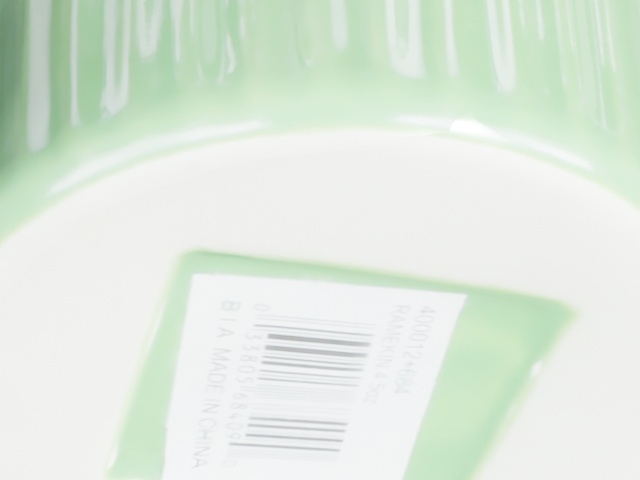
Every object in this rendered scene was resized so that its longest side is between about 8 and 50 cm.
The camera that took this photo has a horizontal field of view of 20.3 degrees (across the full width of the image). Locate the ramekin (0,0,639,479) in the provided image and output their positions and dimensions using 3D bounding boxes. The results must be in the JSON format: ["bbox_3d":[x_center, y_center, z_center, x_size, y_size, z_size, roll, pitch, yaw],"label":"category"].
[{"bbox_3d":[0.000,0.000,0.630,0.303,0.303,0.148,-2,49,0],"label":"ramekin"}]
